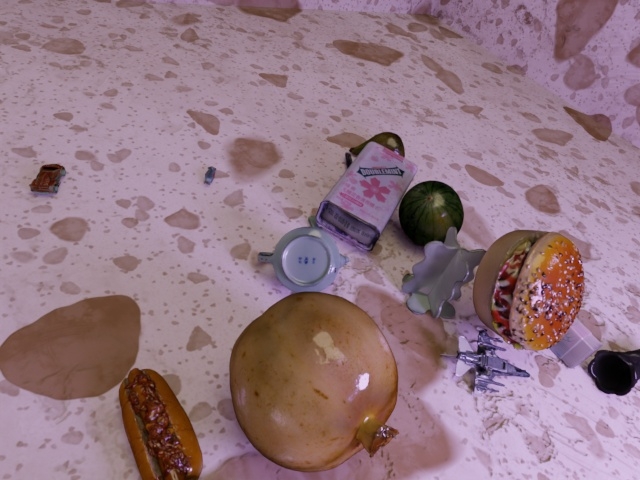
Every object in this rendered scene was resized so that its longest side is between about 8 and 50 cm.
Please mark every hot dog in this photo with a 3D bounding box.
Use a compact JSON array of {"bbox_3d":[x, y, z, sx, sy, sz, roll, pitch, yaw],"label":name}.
[{"bbox_3d":[-0.274,0.321,0.779,0.102,0.076,0.249,-12,50,-34],"label":"hot dog"}]

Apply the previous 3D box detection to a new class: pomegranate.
[{"bbox_3d":[0.000,0.248,0.801,0.318,0.319,0.319,10,43,-10],"label":"pomegranate"}]

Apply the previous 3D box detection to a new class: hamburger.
[{"bbox_3d":[0.500,0.118,1.069,0.299,0.301,0.176,-14,20,-31],"label":"hamburger"}]

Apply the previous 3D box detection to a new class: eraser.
[{"bbox_3d":[0.610,0.213,1.196,0.052,0.096,0.225,-12,50,-31],"label":"eraser"}]

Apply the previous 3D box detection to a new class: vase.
[{"bbox_3d":[0.805,0.315,1.165,0.237,0.116,0.116,-4,47,-30],"label":"vase"}]

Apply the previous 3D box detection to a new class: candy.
[{"bbox_3d":[-0.325,-0.190,1.332,0.030,0.020,0.083,14,44,-5],"label":"candy"}]

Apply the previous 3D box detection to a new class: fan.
[{"bbox_3d":[0.000,0.000,1.257,0.038,0.016,0.193,0,45,-17],"label":"fan"}]

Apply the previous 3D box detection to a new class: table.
[{"bbox_3d":[0.310,0.081,1.148,0.166,0.199,0.167,10,43,-10],"label":"table"}]

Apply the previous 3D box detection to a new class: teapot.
[{"bbox_3d":[-0.039,0.047,1.116,0.231,0.159,0.159,3,44,-3],"label":"teapot"}]

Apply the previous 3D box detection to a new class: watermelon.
[{"bbox_3d":[0.322,-0.072,1.333,0.187,0.215,0.188,-5,64,11],"label":"watermelon"}]

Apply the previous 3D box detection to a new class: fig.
[{"bbox_3d":[0.205,-0.325,1.591,0.184,0.127,0.133,13,56,-12],"label":"fig"}]

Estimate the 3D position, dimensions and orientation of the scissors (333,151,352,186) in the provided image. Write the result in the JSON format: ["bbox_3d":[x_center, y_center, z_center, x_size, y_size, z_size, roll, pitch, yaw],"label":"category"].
[{"bbox_3d":[0.109,-0.191,1.488,0.159,0.024,0.318,6,45,-12],"label":"scissors"}]

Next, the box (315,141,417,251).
[{"bbox_3d":[0.144,-0.138,1.354,0.190,0.112,0.370,30,48,8],"label":"box"}]

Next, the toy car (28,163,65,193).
[{"bbox_3d":[-0.690,-0.161,1.158,0.059,0.035,0.122,4,46,-11],"label":"toy car"}]

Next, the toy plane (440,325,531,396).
[{"bbox_3d":[0.403,0.287,1.059,0.233,0.082,0.160,14,69,-5],"label":"toy plane"}]
